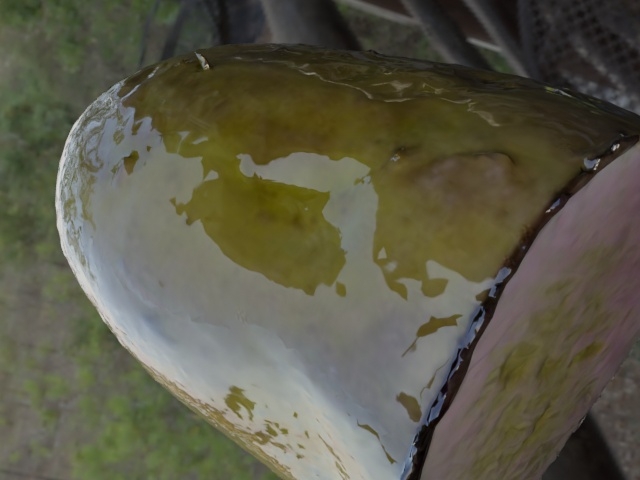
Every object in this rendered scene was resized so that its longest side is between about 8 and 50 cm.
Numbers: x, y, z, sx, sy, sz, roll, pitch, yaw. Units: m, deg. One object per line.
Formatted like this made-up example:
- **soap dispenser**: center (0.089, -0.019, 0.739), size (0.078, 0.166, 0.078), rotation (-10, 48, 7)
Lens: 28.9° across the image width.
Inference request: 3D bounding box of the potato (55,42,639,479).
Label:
- **potato**: center (0.000, 0.000, 0.555), size (0.266, 0.229, 0.229), rotation (29, 109, 28)
